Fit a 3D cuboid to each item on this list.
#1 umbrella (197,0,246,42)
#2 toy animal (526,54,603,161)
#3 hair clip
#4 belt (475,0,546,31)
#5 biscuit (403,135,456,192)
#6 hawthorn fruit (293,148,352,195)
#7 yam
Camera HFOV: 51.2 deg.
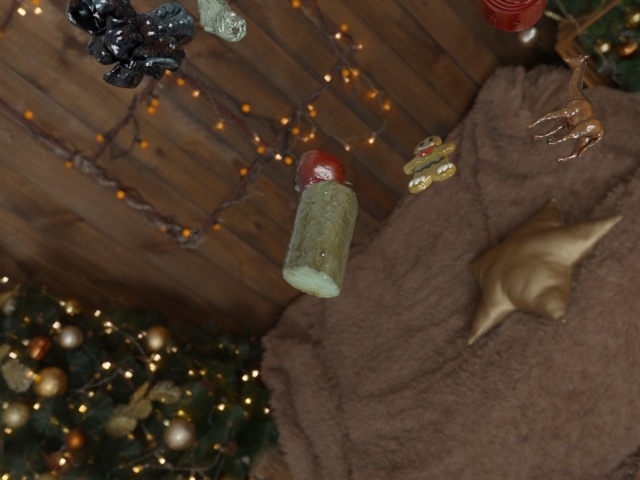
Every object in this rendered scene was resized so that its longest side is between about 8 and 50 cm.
[{"bbox_3d":[-0.176,-0.384,1.153,0.062,0.067,0.143,-37,50,-6],"label":"umbrella"},{"bbox_3d":[0.556,-0.300,1.485,0.230,0.066,0.224,-34,61,-5],"label":"toy animal"},{"bbox_3d":[-0.434,-0.484,1.579,0.195,0.310,0.206,-8,86,34],"label":"hair clip"},{"bbox_3d":[0.584,-0.814,2.067,0.228,0.115,0.323,-16,73,10],"label":"belt"},{"bbox_3d":[0.296,-0.222,1.828,0.158,0.035,0.240,-27,30,21],"label":"biscuit"},{"bbox_3d":[0.009,-0.184,1.913,0.148,0.172,0.148,11,-90,-84],"label":"hawthorn fruit"},{"bbox_3d":[0.000,0.000,1.628,0.161,0.161,0.267,-28,40,43],"label":"yam"}]
